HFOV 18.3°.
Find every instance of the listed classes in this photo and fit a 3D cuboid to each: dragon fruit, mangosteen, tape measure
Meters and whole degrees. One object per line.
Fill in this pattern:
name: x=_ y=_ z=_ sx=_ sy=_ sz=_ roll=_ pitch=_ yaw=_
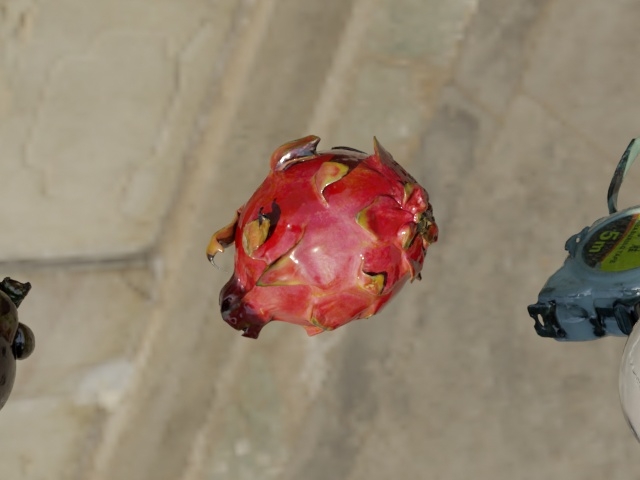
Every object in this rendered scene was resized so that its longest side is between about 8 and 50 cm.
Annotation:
dragon fruit: x=0.000 y=0.000 z=1.371 sx=0.166 sy=0.136 sz=0.133 roll=-39 pitch=19 yaw=13
mangosteen: x=-0.269 y=0.076 z=1.468 sx=0.140 sy=0.140 sz=0.140 roll=5 pitch=96 yaw=49
tape measure: x=0.329 y=-0.021 z=1.873 sx=0.164 sy=0.330 sz=0.084 roll=7 pitch=131 yaw=35

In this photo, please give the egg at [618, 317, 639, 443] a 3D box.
egg: x=0.303 y=0.088 z=1.462 sx=0.146 sy=0.146 sz=0.199 roll=55 pitch=130 yaw=31
